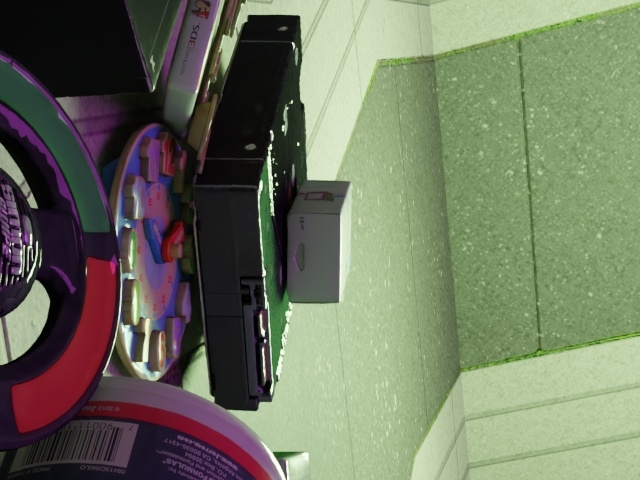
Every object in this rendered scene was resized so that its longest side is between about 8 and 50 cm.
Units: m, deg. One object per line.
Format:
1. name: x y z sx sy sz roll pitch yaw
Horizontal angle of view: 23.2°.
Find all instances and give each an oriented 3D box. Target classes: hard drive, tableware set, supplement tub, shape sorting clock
1. hard drive: -0.059 -0.035 1.447 0.339 0.064 0.237 -82 171 -56
2. tableware set: -0.082 -0.141 1.264 0.141 0.020 0.169 -85 -169 -58
3. supplement tub: -0.125 0.227 0.856 0.272 0.191 0.191 -79 162 -49
4. shape sorting clock: -0.130 0.009 1.242 0.206 0.040 0.206 -3 90 -78

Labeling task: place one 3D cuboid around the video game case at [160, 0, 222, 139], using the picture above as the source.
1. video game case: -0.089 -0.196 1.232 0.227 0.026 0.206 148 -43 -81

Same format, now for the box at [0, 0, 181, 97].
1. box: -0.153 -0.245 1.043 0.261 0.103 0.184 -81 161 -47

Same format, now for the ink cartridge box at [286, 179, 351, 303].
1. ink cartridge box: 0.000 0.000 1.472 0.122 0.052 0.088 -67 158 -72

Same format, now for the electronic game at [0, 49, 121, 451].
1. electronic game: -0.184 -0.002 0.824 0.229 0.048 0.229 33 49 -49

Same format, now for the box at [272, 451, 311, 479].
1. box: -0.060 0.243 1.411 0.101 0.087 0.102 16 71 -77
